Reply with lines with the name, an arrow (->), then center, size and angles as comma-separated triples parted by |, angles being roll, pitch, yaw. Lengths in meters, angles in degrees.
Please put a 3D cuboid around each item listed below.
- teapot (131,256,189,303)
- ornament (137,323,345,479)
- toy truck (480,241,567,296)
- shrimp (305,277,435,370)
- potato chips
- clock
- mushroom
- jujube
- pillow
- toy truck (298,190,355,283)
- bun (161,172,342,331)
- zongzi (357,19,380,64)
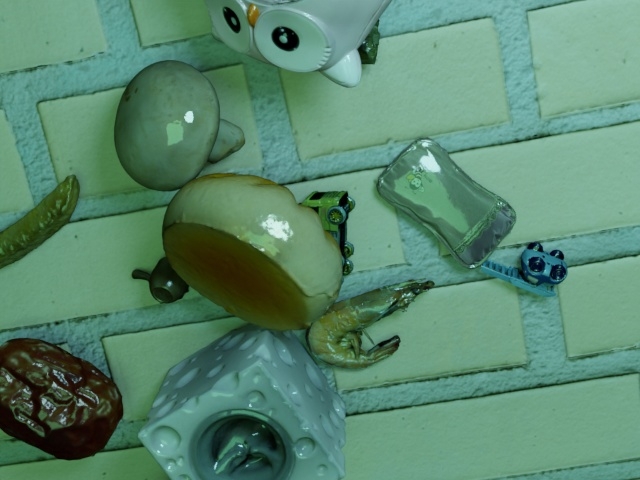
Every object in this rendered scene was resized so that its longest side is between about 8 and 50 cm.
teapot -> -0.274, 0.074, 1.413 | 0.110, 0.080, 0.085 | -2, 129, 17
ornament -> -0.119, 0.301, 1.384 | 0.239, 0.240, 0.239 | -32, 104, 11
toy truck -> 0.343, 0.041, 1.381 | 0.136, 0.063, 0.074 | 22, 126, -1
shrimp -> 0.094, 0.144, 1.431 | 0.251, 0.052, 0.144 | -26, 115, 18
potato chips -> -0.566, 0.013, 1.408 | 0.407, 0.057, 0.080 | -26, 91, 10
clock -> -0.017, -0.428, 1.133 | 0.368, 0.250, 0.377 | 24, 125, 21
mushroom -> -0.214, -0.172, 1.285 | 0.204, 0.204, 0.204 | 1, 107, 2
jujube -> -0.468, 0.275, 1.429 | 0.250, 0.174, 0.174 | 36, 105, -11
pillow -> 0.211, -0.062, 1.362 | 0.232, 0.038, 0.131 | 40, 99, -8
toy truck -> 0.000, 0.000, 1.373 | 0.100, 0.077, 0.169 | 6, 111, 15
bun -> -0.090, 0.002, 1.278 | 0.299, 0.299, 0.165 | 34, 62, -8
zongzi -> 0.019, -0.338, 1.290 | 0.154, 0.062, 0.131 | 1, 87, 18
